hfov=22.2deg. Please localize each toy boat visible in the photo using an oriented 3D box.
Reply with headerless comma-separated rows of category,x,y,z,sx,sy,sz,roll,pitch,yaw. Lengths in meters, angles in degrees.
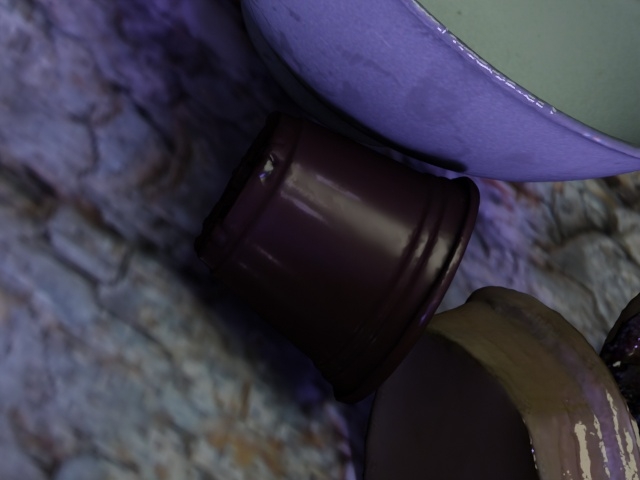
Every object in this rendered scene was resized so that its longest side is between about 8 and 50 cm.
toy boat,0.075,0.109,0.667,0.061,0.116,0.188,-1,70,-36

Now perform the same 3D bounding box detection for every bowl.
bowl,0.050,-0.128,0.745,0.313,0.146,0.313,25,45,-28

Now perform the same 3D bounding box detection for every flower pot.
flower pot,0.000,0.000,0.676,0.089,0.111,0.111,30,48,-10

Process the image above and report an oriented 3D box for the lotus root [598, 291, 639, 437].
lotus root,0.217,0.100,0.798,0.214,0.138,0.138,28,51,-29
